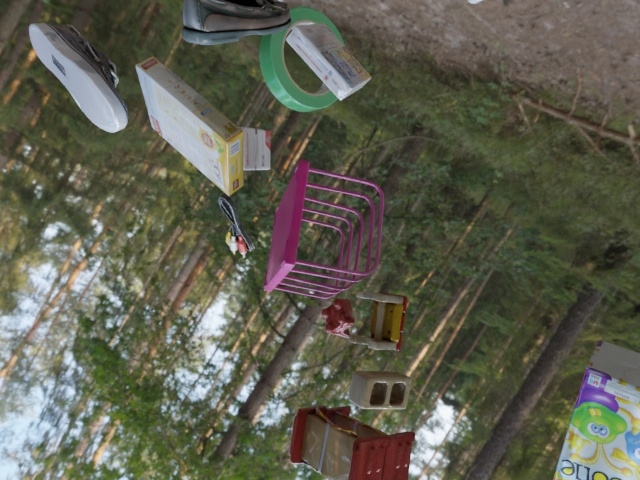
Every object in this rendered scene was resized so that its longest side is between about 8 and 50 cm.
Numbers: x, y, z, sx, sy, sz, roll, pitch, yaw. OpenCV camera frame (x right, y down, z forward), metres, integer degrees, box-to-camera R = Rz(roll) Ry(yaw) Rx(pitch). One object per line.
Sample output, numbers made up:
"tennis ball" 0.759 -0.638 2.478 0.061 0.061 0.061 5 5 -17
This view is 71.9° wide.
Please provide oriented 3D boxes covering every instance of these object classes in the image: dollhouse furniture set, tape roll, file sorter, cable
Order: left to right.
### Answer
"cable" -0.330 -0.042 1.699 0.139 0.072 0.287 31 150 27
"tape roll" -0.049 -0.602 1.482 0.321 0.322 0.077 26 169 -36
"file sorter" 0.000 0.000 0.937 0.182 0.202 0.291 11 162 -12
"dollhouse furniture set" 0.079 0.287 0.877 0.152 0.375 0.201 14 173 -37

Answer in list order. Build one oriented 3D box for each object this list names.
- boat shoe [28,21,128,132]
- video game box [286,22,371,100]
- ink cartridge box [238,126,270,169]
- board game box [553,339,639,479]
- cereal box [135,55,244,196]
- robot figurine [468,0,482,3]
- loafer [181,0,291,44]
"boat shoe" -0.465 -0.340 0.898 0.301 0.108 0.102 44 -131 17
"video game box" 0.028 -0.441 1.077 0.187 0.048 0.205 45 -147 -5
"ink cartridge box" -0.176 -0.222 1.075 0.056 0.100 0.135 5 -170 19
"board game box" 0.530 0.348 0.791 0.142 0.276 0.144 18 -159 37
"cereal box" -0.246 -0.215 0.851 0.240 0.047 0.173 42 154 11
"robot figurine" 0.258 -0.597 0.728 0.354 0.299 0.200 62 174 -18
"loafer" -0.135 -0.411 0.784 0.096 0.084 0.267 22 -140 22
